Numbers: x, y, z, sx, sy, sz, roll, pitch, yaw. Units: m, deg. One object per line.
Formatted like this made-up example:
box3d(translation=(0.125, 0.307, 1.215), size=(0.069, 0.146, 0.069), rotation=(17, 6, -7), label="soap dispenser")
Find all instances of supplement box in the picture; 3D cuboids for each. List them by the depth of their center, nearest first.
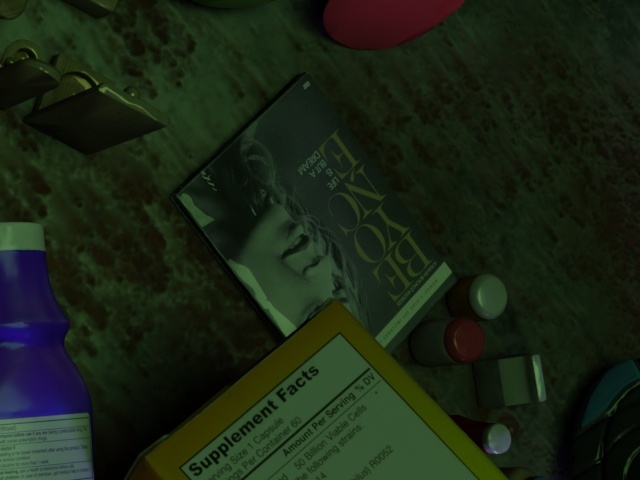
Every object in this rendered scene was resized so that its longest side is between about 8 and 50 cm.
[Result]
box3d(translation=(0.039, 0.255, 1.247), size=(0.356, 0.195, 0.194), rotation=(47, 58, 9), label="supplement box")

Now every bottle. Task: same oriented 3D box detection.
box3d(translation=(-0.216, 0.130, 1.231), size=(0.118, 0.092, 0.283), rotation=(-1, 84, -34), label="bottle")

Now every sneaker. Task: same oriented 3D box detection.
box3d(translation=(0.295, 0.273, 1.554), size=(0.139, 0.125, 0.341), rotation=(45, 38, -67), label="sneaker")

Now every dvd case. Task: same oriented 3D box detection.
box3d(translation=(0.000, 0.000, 1.437), size=(0.164, 0.018, 0.221), rotation=(-46, 109, -29), label="dvd case")

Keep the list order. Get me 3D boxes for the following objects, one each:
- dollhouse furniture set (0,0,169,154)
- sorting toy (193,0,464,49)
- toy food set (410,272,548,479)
box3d(translation=(-0.175, -0.168, 1.279), size=(0.144, 0.123, 0.151), rotation=(27, 70, -28), label="dollhouse furniture set")
box3d(translation=(-0.046, -0.259, 1.395), size=(0.365, 0.127, 0.126), rotation=(11, 54, -38), label="sorting toy")
box3d(translation=(0.150, 0.141, 1.464), size=(0.111, 0.104, 0.232), rotation=(-7, 88, -34), label="toy food set")
